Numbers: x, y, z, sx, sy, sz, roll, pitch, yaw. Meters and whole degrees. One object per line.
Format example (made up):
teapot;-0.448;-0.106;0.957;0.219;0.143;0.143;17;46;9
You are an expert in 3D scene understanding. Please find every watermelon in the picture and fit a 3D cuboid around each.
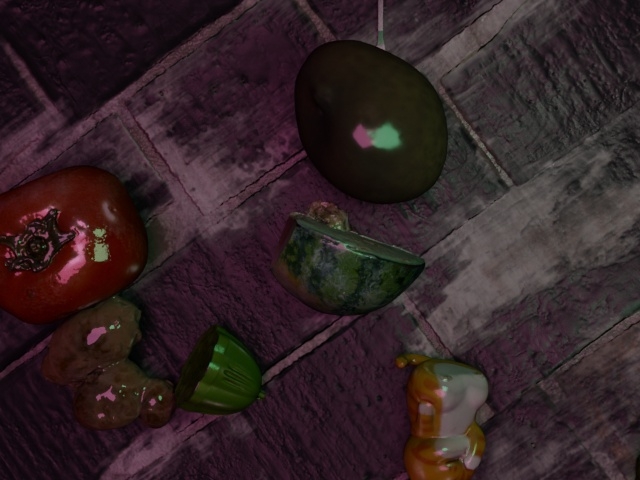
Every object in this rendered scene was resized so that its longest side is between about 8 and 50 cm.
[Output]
watermelon;0.066;0.053;1.530;0.305;0.224;0.180;18;57;-14

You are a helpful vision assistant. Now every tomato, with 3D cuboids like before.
tomato;-0.515;0.005;1.544;0.325;0.290;0.293;-30;89;4

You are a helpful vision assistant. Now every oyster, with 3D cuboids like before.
oyster;0.003;0.001;1.605;0.108;0.053;0.166;19;87;-1

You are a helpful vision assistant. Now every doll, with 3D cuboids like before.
doll;0.239;0.363;1.527;0.166;0.162;0.270;4;84;-24

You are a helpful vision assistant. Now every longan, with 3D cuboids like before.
longan;0.090;-0.224;1.490;0.288;0.288;0.350;-37;78;5

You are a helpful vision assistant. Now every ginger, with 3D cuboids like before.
ginger;-0.439;0.277;1.616;0.244;0.155;0.304;-29;95;-1

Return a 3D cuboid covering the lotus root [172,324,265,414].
lotus root;-0.185;0.287;1.586;0.186;0.186;0.186;0;90;6

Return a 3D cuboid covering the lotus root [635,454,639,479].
lotus root;0.809;0.471;1.493;0.390;0.111;0.375;-17;93;5

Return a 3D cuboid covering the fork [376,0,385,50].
fork;0.126;-0.451;1.606;0.039;0.021;0.235;1;89;2
